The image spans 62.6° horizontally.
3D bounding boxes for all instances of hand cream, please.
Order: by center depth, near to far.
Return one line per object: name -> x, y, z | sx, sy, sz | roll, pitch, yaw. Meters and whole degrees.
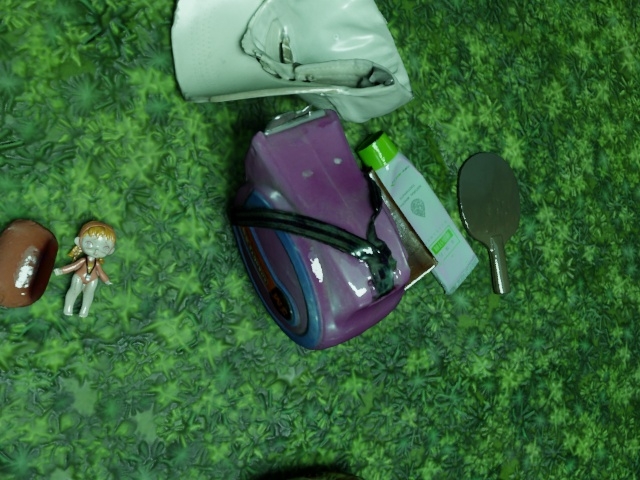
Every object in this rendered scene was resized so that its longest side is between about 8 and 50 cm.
hand cream -> 0.149, -0.040, 0.796 | 0.079, 0.050, 0.275 | -36, 109, 6

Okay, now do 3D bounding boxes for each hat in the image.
hat -> -0.036, -0.236, 0.677 | 0.301, 0.168, 0.258 | -14, 69, -2

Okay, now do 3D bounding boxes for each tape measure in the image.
tape measure -> 0.000, 0.000, 0.609 | 0.149, 0.245, 0.232 | -26, 82, -25

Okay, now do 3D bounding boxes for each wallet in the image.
wallet -> 0.087, -0.008, 0.759 | 0.095, 0.026, 0.176 | -39, 105, -2

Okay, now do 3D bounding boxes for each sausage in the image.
sausage -> -0.318, 0.025, 0.561 | 0.054, 0.059, 0.094 | 15, 81, -2

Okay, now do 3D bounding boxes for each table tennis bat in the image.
table tennis bat -> 0.283, -0.029, 0.868 | 0.131, 0.022, 0.235 | -6, 87, -26

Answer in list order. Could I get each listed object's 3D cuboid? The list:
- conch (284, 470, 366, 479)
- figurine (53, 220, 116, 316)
conch -> 0.007, 0.373, 0.641 | 0.187, 0.124, 0.181 | -34, 64, -5
figurine -> -0.264, 0.031, 0.594 | 0.064, 0.047, 0.109 | 17, 89, -36
